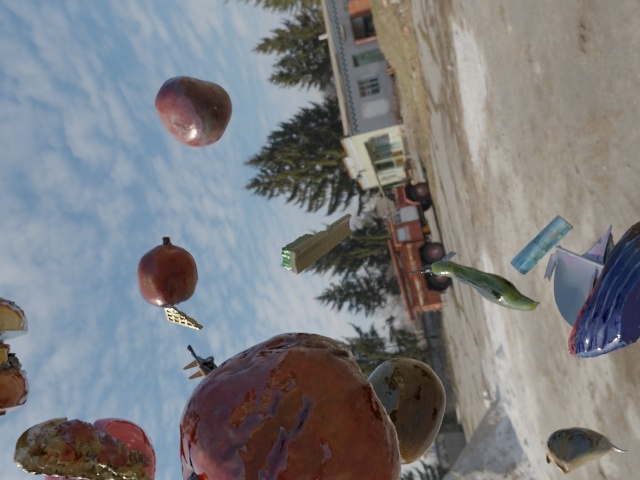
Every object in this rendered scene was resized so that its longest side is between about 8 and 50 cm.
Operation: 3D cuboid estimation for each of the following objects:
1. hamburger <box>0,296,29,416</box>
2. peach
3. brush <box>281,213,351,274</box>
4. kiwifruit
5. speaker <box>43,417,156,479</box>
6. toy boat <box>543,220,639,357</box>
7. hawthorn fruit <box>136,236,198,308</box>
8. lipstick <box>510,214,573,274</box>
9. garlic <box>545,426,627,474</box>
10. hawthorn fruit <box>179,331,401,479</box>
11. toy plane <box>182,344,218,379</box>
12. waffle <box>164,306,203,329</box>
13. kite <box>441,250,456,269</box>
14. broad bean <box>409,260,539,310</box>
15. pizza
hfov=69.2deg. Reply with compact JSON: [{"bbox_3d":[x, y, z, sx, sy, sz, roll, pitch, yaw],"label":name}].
[{"bbox_3d":[-0.623,0.194,0.739,0.291,0.290,0.225,35,-138,-75],"label":"hamburger"},{"bbox_3d":[-0.253,-0.275,0.968,0.152,0.151,0.152,-12,-90,-79],"label":"peach"},{"bbox_3d":[0.000,0.000,0.979,0.282,0.048,0.054,-33,-54,-58],"label":"brush"},{"bbox_3d":[0.189,0.387,1.080,0.234,0.195,0.196,-55,-31,-19],"label":"kiwifruit"},{"bbox_3d":[-0.607,0.655,1.315,0.294,0.294,0.295,-12,-90,-79],"label":"speaker"},{"bbox_3d":[0.432,0.084,0.766,0.318,0.071,0.219,118,172,-78],"label":"toy boat"},{"bbox_3d":[-0.422,0.085,1.264,0.169,0.168,0.188,-51,-48,-76],"label":"hawthorn fruit"},{"bbox_3d":[0.528,0.012,1.111,0.048,0.158,0.048,32,-158,-15],"label":"lipstick"},{"bbox_3d":[0.552,0.439,0.991,0.066,0.152,0.084,46,-161,-50],"label":"garlic"},{"bbox_3d":[-0.063,0.225,0.482,0.242,0.271,0.242,38,135,52],"label":"hawthorn fruit"},{"bbox_3d":[-0.397,0.510,1.719,0.103,0.316,0.204,-34,-63,-31],"label":"toy plane"},{"bbox_3d":[-0.519,0.285,1.756,0.023,0.152,0.098,-62,-19,-49],"label":"waffle"},{"bbox_3d":[0.324,0.047,1.162,0.002,0.044,0.078,49,-161,-11],"label":"kite"},{"bbox_3d":[0.392,0.103,1.187,0.067,0.325,0.075,-5,-68,-51],"label":"broad bean"},{"bbox_3d":[-0.331,0.308,0.683,0.062,0.198,0.188,-67,14,-13],"label":"pizza"}]
